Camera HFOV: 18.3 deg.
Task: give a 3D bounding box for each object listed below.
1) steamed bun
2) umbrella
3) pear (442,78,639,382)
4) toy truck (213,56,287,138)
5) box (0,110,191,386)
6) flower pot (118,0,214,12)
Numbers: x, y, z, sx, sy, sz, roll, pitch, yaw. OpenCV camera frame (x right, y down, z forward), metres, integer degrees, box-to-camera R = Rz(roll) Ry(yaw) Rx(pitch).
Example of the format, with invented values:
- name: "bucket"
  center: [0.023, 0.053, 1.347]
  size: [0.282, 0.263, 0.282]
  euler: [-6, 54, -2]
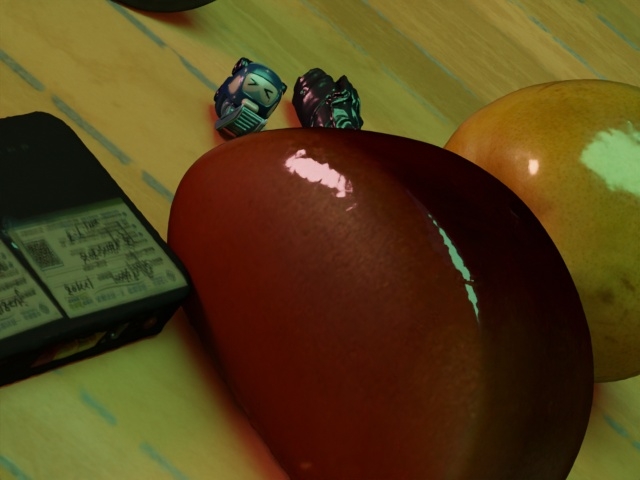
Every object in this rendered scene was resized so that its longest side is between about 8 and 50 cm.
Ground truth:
- name: "steamed bun"
  center: [0.061, 0.056, 1.610]
  size: [0.235, 0.248, 0.379]
  euler: [5, 45, -53]
- name: "umbrella"
  center: [0.031, -0.080, 1.978]
  size: [0.071, 0.071, 0.248]
  euler: [18, 37, -37]
- name: "pear"
  center: [0.256, -0.009, 1.927]
  size: [0.314, 0.314, 0.314]
  euler: [30, 29, -19]
- name: "toy truck"
  center: [-0.071, -0.127, 1.910]
  size: [0.056, 0.073, 0.090]
  euler: [31, 28, -16]
- name: "box"
  center: [-0.260, 0.009, 1.501]
  size: [0.211, 0.058, 0.350]
  euler: [51, 29, 15]
- name: "flower pot"
  center: [-0.166, -0.365, 2.024]
  size: [0.235, 0.235, 0.148]
  euler: [24, 13, -29]
